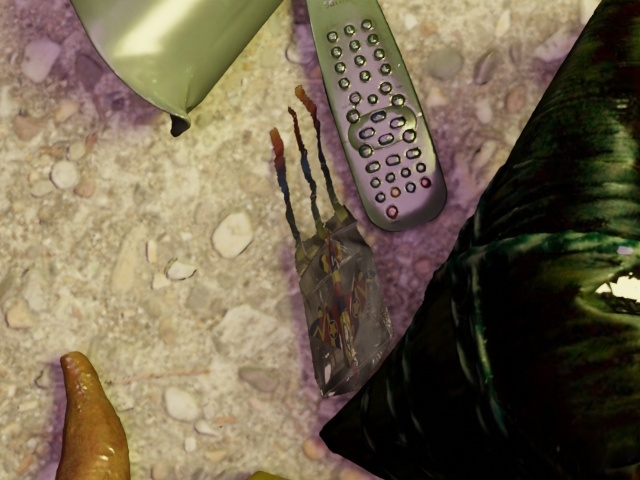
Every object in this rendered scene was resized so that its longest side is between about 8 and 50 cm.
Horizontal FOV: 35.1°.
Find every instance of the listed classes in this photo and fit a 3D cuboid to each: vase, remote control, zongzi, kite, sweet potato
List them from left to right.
[{"bbox_3d":[-0.188,0.242,0.799,0.066,0.072,0.314,14,60,-30],"label":"sweet potato"},{"bbox_3d":[-0.079,-0.254,0.820,0.301,0.156,0.251,-45,56,-4],"label":"vase"},{"bbox_3d":[0.001,0.000,0.789,0.015,0.141,0.245,-3,65,-29],"label":"kite"},{"bbox_3d":[0.043,-0.116,0.835,0.072,0.042,0.222,-18,85,6],"label":"remote control"},{"bbox_3d":[0.175,0.028,0.676,0.319,0.383,0.362,7,70,0],"label":"zongzi"}]

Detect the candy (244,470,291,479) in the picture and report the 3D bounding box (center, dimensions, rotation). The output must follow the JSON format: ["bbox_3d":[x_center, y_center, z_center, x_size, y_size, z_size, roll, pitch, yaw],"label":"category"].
[{"bbox_3d":[0.059,0.257,0.753,0.276,0.146,0.088,15,86,9],"label":"candy"}]
